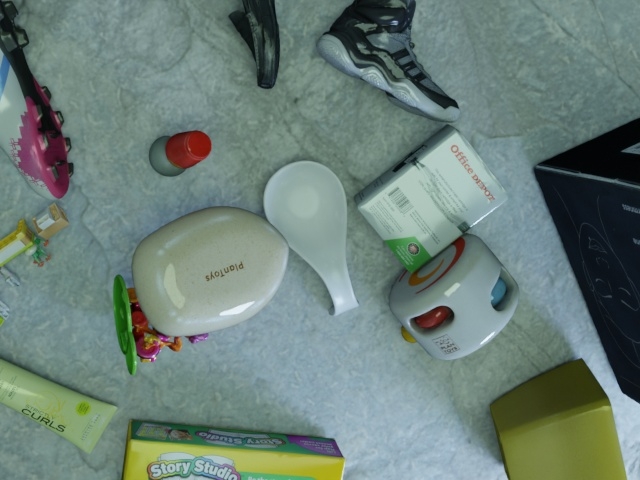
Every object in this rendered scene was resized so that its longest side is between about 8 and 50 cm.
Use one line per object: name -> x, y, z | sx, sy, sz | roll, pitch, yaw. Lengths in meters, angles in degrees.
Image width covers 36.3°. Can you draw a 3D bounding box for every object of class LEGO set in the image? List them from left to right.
LEGO set -> -0.495, 0.071, 1.535 | 0.287, 0.132, 0.107 | -51, 123, -22

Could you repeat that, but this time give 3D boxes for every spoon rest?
spoon rest -> 0.000, 0.000, 1.620 | 0.137, 0.084, 0.276 | -24, 103, -6

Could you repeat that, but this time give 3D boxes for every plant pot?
plant pot -> 0.408, 0.355, 1.700 | 0.187, 0.212, 0.212 | -14, 102, 5

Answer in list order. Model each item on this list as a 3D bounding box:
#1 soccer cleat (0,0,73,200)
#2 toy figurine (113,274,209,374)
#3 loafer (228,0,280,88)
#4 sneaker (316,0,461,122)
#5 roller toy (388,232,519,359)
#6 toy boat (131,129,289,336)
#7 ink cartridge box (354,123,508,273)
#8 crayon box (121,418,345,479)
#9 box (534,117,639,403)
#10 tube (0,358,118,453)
soccer cleat -> -0.491, -0.209, 1.494 | 0.143, 0.116, 0.331 | -17, 100, 9
toy figurine -> -0.240, 0.129, 1.572 | 0.159, 0.173, 0.130 | -5, 140, -21
loafer -> -0.107, -0.351, 1.550 | 0.078, 0.076, 0.223 | -6, 96, -4
sneaker -> 0.138, -0.306, 1.585 | 0.269, 0.101, 0.153 | 28, 91, -15
roller toy -> 0.223, 0.099, 1.621 | 0.209, 0.191, 0.146 | -42, 105, -2
toy boat -> -0.189, -0.017, 1.534 | 0.267, 0.148, 0.318 | -15, 93, -32
ink cartridge box -> 0.183, -0.072, 1.625 | 0.208, 0.087, 0.153 | -37, 103, 7
crayon box -> -0.164, 0.484, 1.660 | 0.363, 0.106, 0.313 | 8, 97, -12
box -> 0.629, 0.055, 1.539 | 0.297, 0.480, 0.471 | -24, 103, -6
tube -> -0.458, 0.259, 1.596 | 0.240, 0.062, 0.070 | 32, 133, -18
